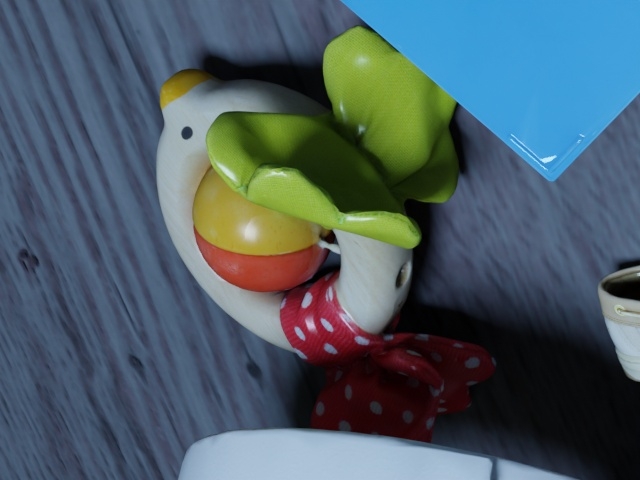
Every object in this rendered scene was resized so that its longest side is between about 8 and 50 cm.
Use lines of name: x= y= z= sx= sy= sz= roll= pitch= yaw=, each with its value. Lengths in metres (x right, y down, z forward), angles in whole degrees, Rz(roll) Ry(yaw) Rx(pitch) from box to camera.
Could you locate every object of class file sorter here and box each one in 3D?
file sorter: x=0.083 y=-0.138 z=0.542 sx=0.170 sy=0.104 sz=0.118 roll=41 pitch=131 yaw=2

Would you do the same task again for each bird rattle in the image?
bird rattle: x=0.000 y=0.000 z=0.704 sx=0.207 sy=0.143 sz=0.253 roll=25 pitch=143 yaw=31

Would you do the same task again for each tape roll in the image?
tape roll: x=0.053 y=0.190 z=0.680 sx=0.286 sy=0.100 sz=0.286 roll=12 pitch=158 yaw=5

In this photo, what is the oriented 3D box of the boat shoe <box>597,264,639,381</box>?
boat shoe: x=0.203 y=0.024 z=0.598 sx=0.170 sy=0.063 sz=0.059 roll=-19 pitch=110 yaw=41
